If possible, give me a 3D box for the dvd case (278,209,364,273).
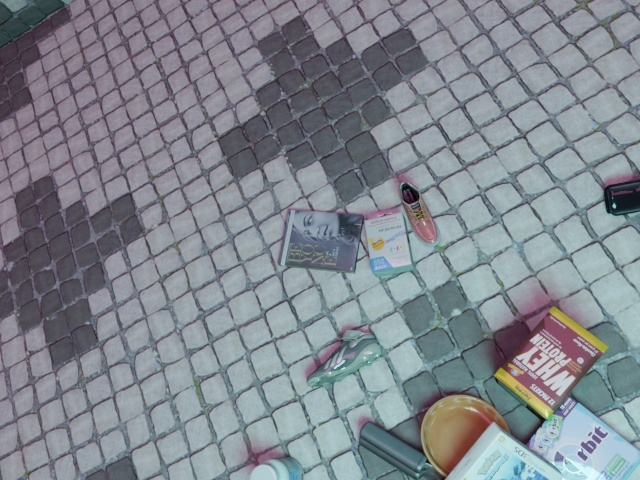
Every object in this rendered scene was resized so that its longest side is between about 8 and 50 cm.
[{"bbox_3d":[0.000,0.000,1.569,0.221,0.018,0.164,5,75,20],"label":"dvd case"}]

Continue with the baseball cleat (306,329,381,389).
[{"bbox_3d":[0.052,0.294,1.437,0.206,0.072,0.109,-24,53,5],"label":"baseball cleat"}]

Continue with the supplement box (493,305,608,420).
[{"bbox_3d":[0.486,0.268,1.221,0.129,0.194,0.191,40,89,25],"label":"supplement box"}]

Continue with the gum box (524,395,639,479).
[{"bbox_3d":[0.558,0.452,1.221,0.184,0.041,0.157,40,88,24],"label":"gum box"}]

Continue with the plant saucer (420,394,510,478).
[{"bbox_3d":[0.322,0.445,1.271,0.200,0.037,0.200,0,53,0],"label":"plant saucer"}]

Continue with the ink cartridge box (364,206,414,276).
[{"bbox_3d":[0.176,-0.006,1.487,0.104,0.061,0.181,-13,69,14],"label":"ink cartridge box"}]

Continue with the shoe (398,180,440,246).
[{"bbox_3d":[0.251,-0.069,1.472,0.064,0.081,0.178,-27,66,9],"label":"shoe"}]

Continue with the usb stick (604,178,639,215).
[{"bbox_3d":[0.806,-0.116,1.316,0.278,0.045,0.077,-11,93,15],"label":"usb stick"}]

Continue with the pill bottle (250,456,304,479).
[{"bbox_3d":[-0.103,0.557,1.342,0.087,0.160,0.087,-6,71,17],"label":"pill bottle"}]

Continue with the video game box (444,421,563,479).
[{"bbox_3d":[0.366,0.506,1.176,0.187,0.048,0.205,36,94,-11],"label":"video game box"}]

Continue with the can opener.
[{"bbox_3d":[0.228,0.495,1.314,0.283,0.076,0.095,26,51,24],"label":"can opener"}]
